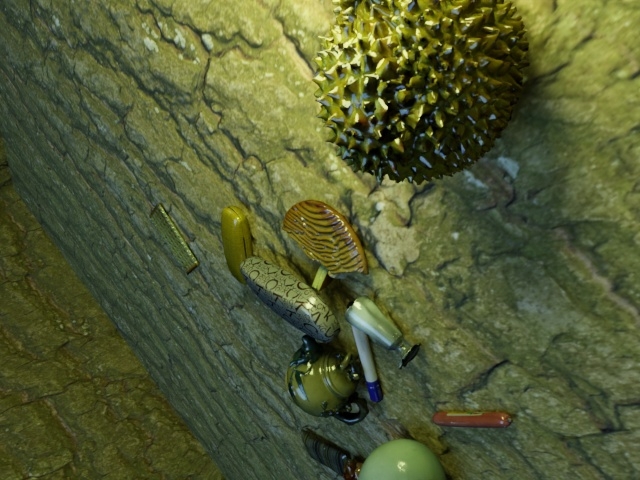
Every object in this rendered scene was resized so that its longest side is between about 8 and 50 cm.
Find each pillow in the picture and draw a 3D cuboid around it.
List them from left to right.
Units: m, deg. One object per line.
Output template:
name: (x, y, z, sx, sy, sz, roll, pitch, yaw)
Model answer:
pillow: (0.020, 0.651, 1.719, 0.204, 0.038, 0.113, 9, 125, 48)

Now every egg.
egg: (0.183, 0.566, 1.280, 0.203, 0.203, 0.282, 32, 135, 33)

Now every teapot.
teapot: (0.028, 0.328, 1.336, 0.183, 0.173, 0.269, -29, 105, 36)

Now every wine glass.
wine glass: (0.125, 0.185, 1.153, 0.155, 0.072, 0.072, 41, 144, 22)

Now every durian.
durian: (0.114, -0.208, 0.692, 0.258, 0.258, 0.292, 25, 125, 40)

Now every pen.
pen: (0.101, 0.254, 1.279, 0.033, 0.033, 0.268, 15, 129, 46)

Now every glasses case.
glasses case: (-0.209, 0.013, 1.446, 0.079, 0.064, 0.234, 39, 144, 37)
glasses case: (-0.078, 0.130, 1.319, 0.355, 0.085, 0.137, 26, 156, 53)

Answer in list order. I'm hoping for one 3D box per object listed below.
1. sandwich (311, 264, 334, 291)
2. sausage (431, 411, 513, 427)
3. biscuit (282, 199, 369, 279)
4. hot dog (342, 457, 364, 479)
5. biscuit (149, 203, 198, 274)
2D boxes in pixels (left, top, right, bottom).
sandwich: (0.014, 0.070, 1.232, 0.031, 0.044, 0.083, 27, 94, 32)
sausage: (0.292, 0.352, 1.116, 0.029, 0.029, 0.223, 58, 147, -2)
biscuit: (-0.001, 0.000, 1.179, 0.229, 0.031, 0.176, 3, 111, 48)
hot dog: (0.130, 0.713, 1.593, 0.102, 0.076, 0.249, -15, 106, 60)
biscuit: (-0.469, -0.002, 1.819, 0.231, 0.016, 0.139, 57, 148, -1)
